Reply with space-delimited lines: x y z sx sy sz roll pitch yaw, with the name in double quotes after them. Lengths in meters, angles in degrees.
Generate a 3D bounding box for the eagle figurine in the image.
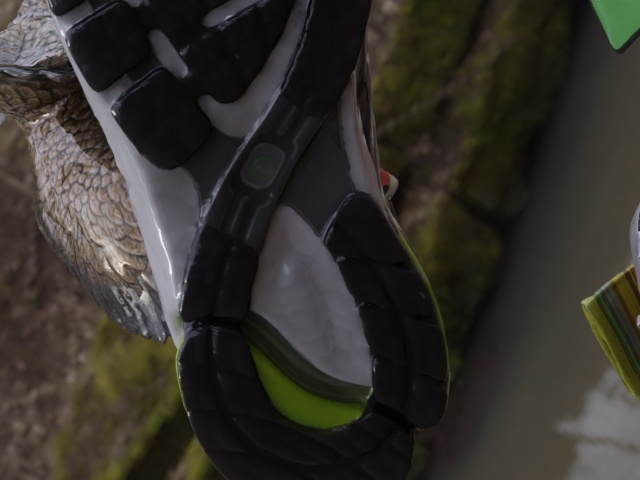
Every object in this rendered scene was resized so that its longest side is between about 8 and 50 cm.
-0.168 -0.095 1.295 0.298 0.226 0.225 -87 15 -51 "eagle figurine"

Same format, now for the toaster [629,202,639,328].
0.265 0.007 1.060 0.168 0.186 0.110 92 176 -71 "toaster"

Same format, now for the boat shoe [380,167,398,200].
0.000 0.000 1.380 0.137 0.043 0.049 -53 37 14 "boat shoe"

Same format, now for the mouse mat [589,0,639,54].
0.195 -0.236 1.389 0.007 0.189 0.152 -19 -9 -14 "mouse mat"

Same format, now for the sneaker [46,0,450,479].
-0.032 -0.061 0.666 0.121 0.111 0.300 -113 13 -64 "sneaker"

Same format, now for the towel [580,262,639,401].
0.295 0.011 1.378 0.237 0.102 0.021 -36 36 -3 "towel"
